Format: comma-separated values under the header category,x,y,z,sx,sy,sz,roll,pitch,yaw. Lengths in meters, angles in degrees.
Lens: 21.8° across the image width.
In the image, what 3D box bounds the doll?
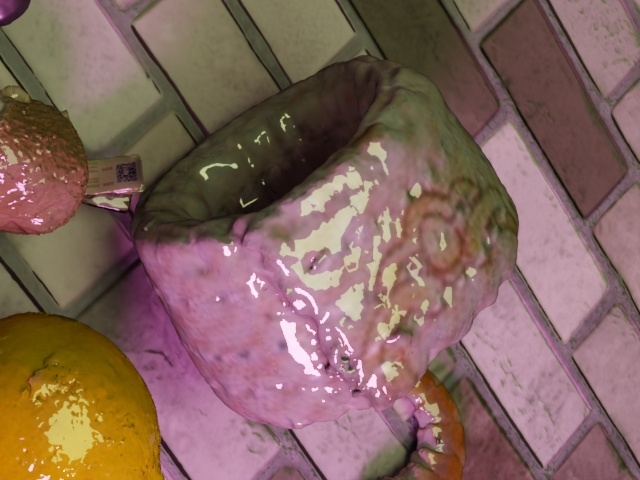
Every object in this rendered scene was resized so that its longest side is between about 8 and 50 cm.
category,x,y,z,sx,sy,sz,roll,pitch,yaw
doll,-0.240,-0.060,1.278,0.221,0.105,0.115,28,32,-39

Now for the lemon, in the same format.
category,x,y,z,sx,sy,sz,roll,pitch,yaw
lemon,-0.212,0.142,1.257,0.206,0.173,0.173,45,66,-12

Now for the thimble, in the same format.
category,x,y,z,sx,sy,sz,roll,pitch,yaw
thimble,0.000,0.000,1.332,0.291,0.291,0.195,-44,112,-27

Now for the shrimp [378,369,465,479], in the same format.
category,x,y,z,sx,sy,sz,roll,pitch,yaw
shrimp,0.070,0.186,1.531,0.161,0.049,0.166,-26,104,-35

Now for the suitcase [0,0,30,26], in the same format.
category,x,y,z,sx,sy,sz,roll,pitch,yaw
suitcase,-0.362,-0.155,1.125,0.285,0.066,0.206,-38,129,0
